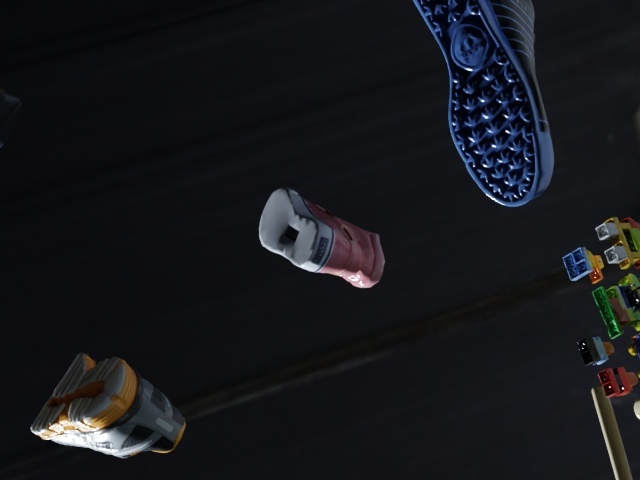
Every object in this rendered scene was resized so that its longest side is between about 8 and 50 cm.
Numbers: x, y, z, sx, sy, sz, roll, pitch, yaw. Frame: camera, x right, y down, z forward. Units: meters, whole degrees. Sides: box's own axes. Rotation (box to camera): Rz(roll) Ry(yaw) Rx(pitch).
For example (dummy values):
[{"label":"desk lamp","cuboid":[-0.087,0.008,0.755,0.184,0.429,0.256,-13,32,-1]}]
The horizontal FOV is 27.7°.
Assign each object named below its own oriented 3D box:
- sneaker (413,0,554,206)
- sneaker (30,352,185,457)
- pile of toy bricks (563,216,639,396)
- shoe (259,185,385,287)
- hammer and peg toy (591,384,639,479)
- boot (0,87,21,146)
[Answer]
[{"label":"sneaker","cuboid":[0.140,-0.143,1.019,0.081,0.090,0.232,-21,85,43]},{"label":"sneaker","cuboid":[-0.187,0.152,1.128,0.083,0.084,0.215,34,164,-20]},{"label":"pile of toy bricks","cuboid":[0.380,0.086,1.573,0.118,0.105,0.212,-38,61,45]},{"label":"shoe","cuboid":[0.000,0.000,1.283,0.064,0.081,0.178,-66,24,7]},{"label":"hammer and peg toy","cuboid":[0.550,0.293,1.825,0.127,0.361,0.266,-40,65,55]},{"label":"boot","cuboid":[-0.290,-0.118,0.906,0.106,0.082,0.219,33,172,6]}]
